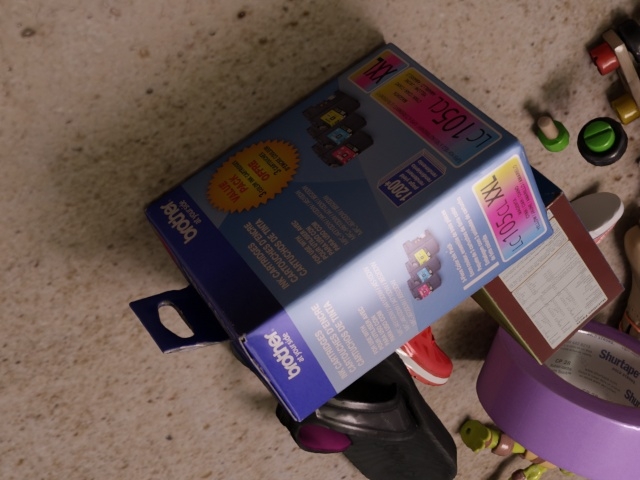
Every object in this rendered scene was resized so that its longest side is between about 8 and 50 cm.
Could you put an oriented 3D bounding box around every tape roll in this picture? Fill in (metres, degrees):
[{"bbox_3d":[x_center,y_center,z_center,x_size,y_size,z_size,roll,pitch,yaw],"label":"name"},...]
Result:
[{"bbox_3d":[0.343,0.197,1.759,0.274,0.275,0.090,3,119,-33],"label":"tape roll"}]

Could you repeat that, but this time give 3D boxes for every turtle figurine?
[{"bbox_3d":[0.314,0.273,1.918,0.217,0.087,0.269,33,114,-32],"label":"turtle figurine"}]

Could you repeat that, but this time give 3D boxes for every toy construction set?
[{"bbox_3d":[0.470,-0.164,1.670,0.309,0.257,0.237,-55,149,-3],"label":"toy construction set"}]

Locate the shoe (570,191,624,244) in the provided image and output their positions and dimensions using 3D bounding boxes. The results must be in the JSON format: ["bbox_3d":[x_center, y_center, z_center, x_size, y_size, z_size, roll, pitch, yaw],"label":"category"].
[{"bbox_3d":[0.322,0.014,1.771,0.178,0.063,0.081,-36,134,0],"label":"shoe"}]

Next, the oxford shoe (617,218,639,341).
[{"bbox_3d":[0.466,0.142,1.898,0.146,0.140,0.397,-20,122,6],"label":"oxford shoe"}]

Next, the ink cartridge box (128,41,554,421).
[{"bbox_3d":[0.000,0.000,1.417,0.395,0.270,0.151,-37,130,-6],"label":"ink cartridge box"}]

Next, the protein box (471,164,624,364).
[{"bbox_3d":[0.214,-0.001,1.597,0.136,0.200,0.201,-42,132,-1],"label":"protein box"}]

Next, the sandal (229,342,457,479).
[{"bbox_3d":[0.046,0.216,1.655,0.167,0.107,0.446,-16,140,27],"label":"sandal"}]

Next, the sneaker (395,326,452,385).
[{"bbox_3d":[0.122,0.088,1.678,0.128,0.087,0.221,-48,133,6],"label":"sneaker"}]

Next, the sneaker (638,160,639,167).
[{"bbox_3d":[0.445,-0.070,1.778,0.067,0.042,0.118,22,68,-36],"label":"sneaker"}]
